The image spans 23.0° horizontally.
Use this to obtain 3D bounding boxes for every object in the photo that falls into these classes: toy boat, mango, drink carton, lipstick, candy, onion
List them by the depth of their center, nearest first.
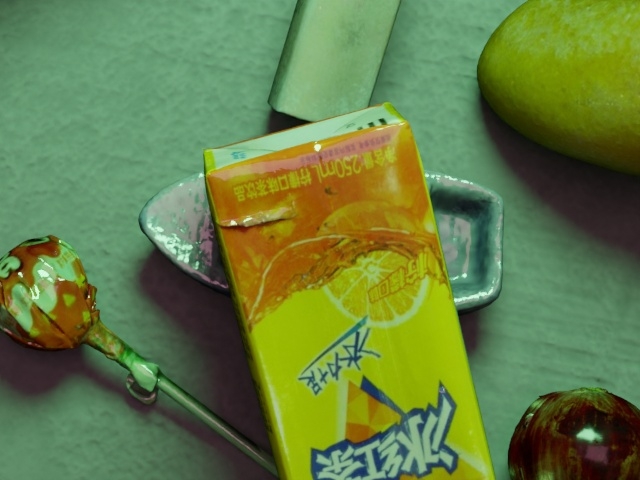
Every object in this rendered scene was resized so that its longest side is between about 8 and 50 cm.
[{"bbox_3d":[0.027,0.091,1.144,0.154,0.111,0.351,-14,103,0],"label":"drink carton"},{"bbox_3d":[0.204,0.168,1.206,0.117,0.118,0.119,-4,81,-9],"label":"onion"},{"bbox_3d":[0.310,-0.140,1.217,0.384,0.199,0.221,3,47,14],"label":"mango"},{"bbox_3d":[-0.132,0.100,1.217,0.287,0.078,0.084,36,68,-6],"label":"candy"},{"bbox_3d":[0.030,-0.215,1.226,0.077,0.079,0.253,15,100,-9],"label":"lipstick"},{"bbox_3d":[0.000,0.000,1.231,0.283,0.078,0.127,5,81,-3],"label":"toy boat"}]
